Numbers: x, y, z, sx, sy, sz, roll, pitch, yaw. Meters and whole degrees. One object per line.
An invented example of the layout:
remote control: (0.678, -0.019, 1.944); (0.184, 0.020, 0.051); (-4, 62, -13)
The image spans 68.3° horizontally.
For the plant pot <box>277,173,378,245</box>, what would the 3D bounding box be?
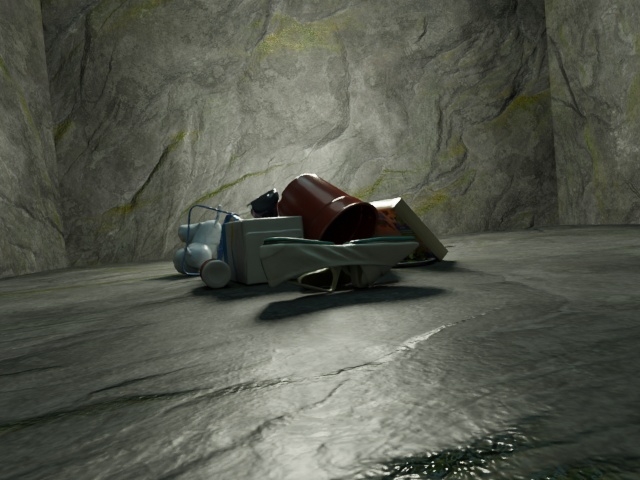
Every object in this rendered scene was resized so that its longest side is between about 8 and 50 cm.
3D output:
plant pot: (0.009, -0.080, 1.605); (0.273, 0.272, 0.265); (-7, 39, -43)

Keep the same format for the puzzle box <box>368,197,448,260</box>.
puzzle box: (0.267, -0.033, 1.790); (0.052, 0.272, 0.409); (-50, 16, -16)

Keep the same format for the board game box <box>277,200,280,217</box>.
board game box: (-0.071, -0.097, 1.938); (0.282, 0.027, 0.145); (14, -19, -19)

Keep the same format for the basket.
basket: (-0.355, 0.009, 1.752); (0.289, 0.254, 0.201); (7, 0, -20)

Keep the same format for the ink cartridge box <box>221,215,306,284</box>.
ink cartridge box: (-0.189, 0.028, 1.533); (0.198, 0.197, 0.270); (-5, 1, -24)

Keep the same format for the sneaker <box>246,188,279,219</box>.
sneaker: (-0.187, -0.107, 1.733); (0.112, 0.131, 0.319); (-34, 8, -9)

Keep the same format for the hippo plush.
hippo plush: (-0.483, 0.050, 1.989); (0.294, 0.234, 0.236); (-21, 39, 28)

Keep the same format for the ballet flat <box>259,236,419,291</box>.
ballet flat: (0.051, 0.058, 1.137); (0.401, 0.139, 0.139); (-1, 1, -18)

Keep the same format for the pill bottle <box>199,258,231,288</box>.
pill bottle: (-0.324, 0.099, 1.440); (0.086, 0.086, 0.152); (-5, 1, -19)

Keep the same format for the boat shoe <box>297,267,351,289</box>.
boat shoe: (0.018, 0.094, 1.217); (0.153, 0.056, 0.048); (-13, 8, -15)

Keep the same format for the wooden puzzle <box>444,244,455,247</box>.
wooden puzzle: (0.626, 0.030, 2.331); (0.083, 0.006, 0.049); (-5, 2, 2)

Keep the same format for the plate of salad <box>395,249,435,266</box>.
plate of salad: (0.291, 0.060, 1.619); (0.200, 0.048, 0.200); (-4, 2, 0)

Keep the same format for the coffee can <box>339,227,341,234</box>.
coffee can: (0.000, 0.000, 1.845); (0.276, 0.201, 0.202); (-4, 2, 28)
